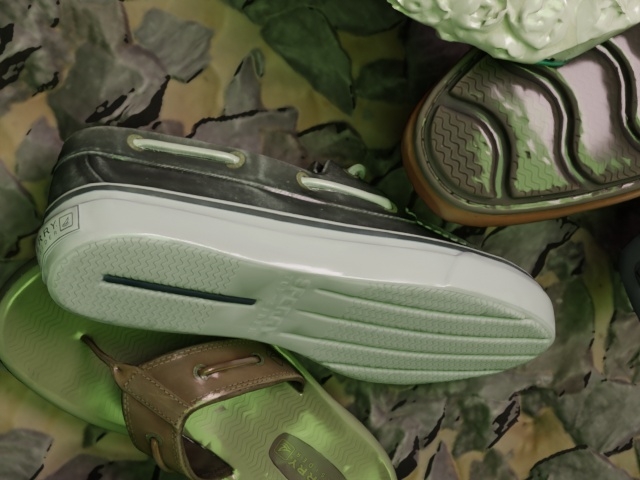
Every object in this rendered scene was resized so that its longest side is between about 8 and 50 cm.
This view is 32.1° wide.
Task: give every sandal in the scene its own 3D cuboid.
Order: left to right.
[{"bbox_3d":[-0.061,0.102,0.692,0.303,0.086,0.120,36,88,-18],"label":"sandal"}]

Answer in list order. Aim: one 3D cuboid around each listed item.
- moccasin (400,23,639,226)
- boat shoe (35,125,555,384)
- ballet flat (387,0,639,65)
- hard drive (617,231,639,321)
[{"bbox_3d":[0.205,-0.122,0.696,0.380,0.147,0.139,-37,94,-20],"label":"moccasin"},{"bbox_3d":[0.000,0.000,0.672,0.335,0.119,0.121,16,139,-28],"label":"boat shoe"},{"bbox_3d":[0.010,-0.247,0.559,0.409,0.147,0.147,43,86,7],"label":"ballet flat"},{"bbox_3d":[0.296,-0.060,0.680,0.054,0.255,0.172,49,44,11],"label":"hard drive"}]
